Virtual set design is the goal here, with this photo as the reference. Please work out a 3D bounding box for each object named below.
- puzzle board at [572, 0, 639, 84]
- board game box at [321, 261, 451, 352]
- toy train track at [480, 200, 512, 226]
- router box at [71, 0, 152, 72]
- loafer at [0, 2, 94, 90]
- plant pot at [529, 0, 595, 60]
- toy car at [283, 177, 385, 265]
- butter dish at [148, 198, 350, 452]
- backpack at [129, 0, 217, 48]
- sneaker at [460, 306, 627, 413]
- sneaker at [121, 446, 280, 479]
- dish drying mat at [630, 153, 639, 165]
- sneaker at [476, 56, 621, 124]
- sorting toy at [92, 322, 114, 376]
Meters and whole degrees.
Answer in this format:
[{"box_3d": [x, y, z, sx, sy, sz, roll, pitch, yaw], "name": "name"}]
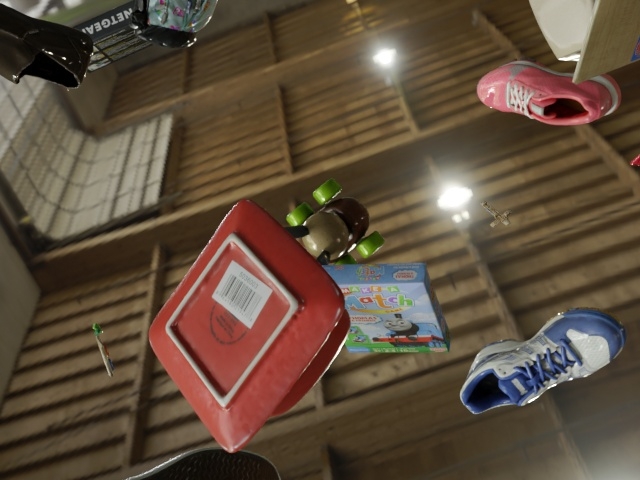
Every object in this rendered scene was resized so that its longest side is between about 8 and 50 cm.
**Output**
[{"box_3d": [0.274, -0.204, 0.823, 0.096, 0.128, 0.011, -23, -126, -19], "name": "puzzle board"}, {"box_3d": [0.093, 0.102, 1.356, 0.160, 0.211, 0.039, -2, -124, 18], "name": "board game box"}, {"box_3d": [0.328, -0.054, 1.755, 0.048, 0.014, 0.083, -39, -137, -3], "name": "toy train track"}, {"box_3d": [-0.390, -0.390, 1.773, 0.178, 0.046, 0.133, -23, 172, 2], "name": "router box"}, {"box_3d": [-0.388, -0.242, 1.168, 0.220, 0.078, 0.080, 6, 154, -32], "name": "loafer"}, {"box_3d": [0.375, -0.309, 1.307, 0.109, 0.096, 0.109, -5, 173, -37], "name": "plant pot"}, {"box_3d": [0.000, 0.000, 1.663, 0.149, 0.155, 0.188, -41, 178, 30], "name": "toy car"}, {"box_3d": [-0.039, 0.075, 0.776, 0.160, 0.118, 0.160, -54, -130, 10], "name": "butter dish"}, {"box_3d": [-0.200, -0.375, 1.346, 0.115, 0.182, 0.152, 16, -162, -13], "name": "backpack"}, {"box_3d": [0.347, 0.205, 1.466, 0.296, 0.112, 0.131, -35, -174, 45], "name": "sneaker"}, {"box_3d": [-0.203, 0.349, 1.270, 0.290, 0.106, 0.123, -6, 163, -19], "name": "sneaker"}, {"box_3d": [0.332, -0.097, 0.883, 0.032, 0.008, 0.083, -9, 153, -34], "name": "dish drying mat"}, {"box_3d": [0.460, -0.307, 1.959, 0.313, 0.116, 0.136, 11, -146, 33], "name": "sneaker"}, {"box_3d": [-0.358, 0.178, 1.538, 0.012, 0.083, 0.062, -19, -161, -15], "name": "sorting toy"}]
